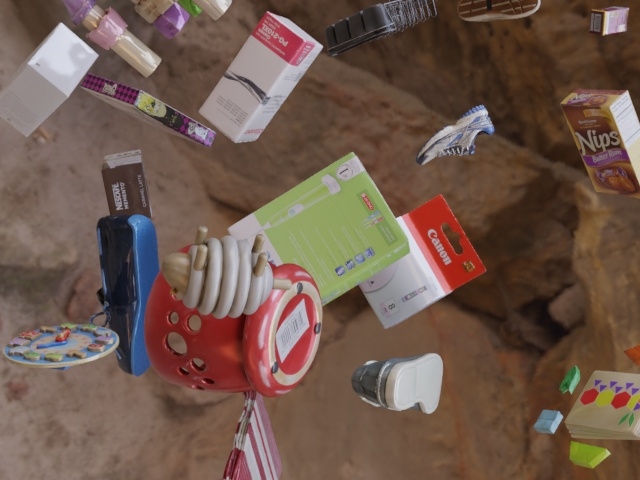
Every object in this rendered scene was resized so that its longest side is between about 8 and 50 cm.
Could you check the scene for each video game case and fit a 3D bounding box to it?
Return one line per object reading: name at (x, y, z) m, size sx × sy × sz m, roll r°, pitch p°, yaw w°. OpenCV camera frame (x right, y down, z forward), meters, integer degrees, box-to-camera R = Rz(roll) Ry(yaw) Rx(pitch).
video game case at (-0.364, -0.275, 1.999) m, size 0.210 × 0.042 × 0.232 m, roll 28°, pitch -3°, yaw -43°

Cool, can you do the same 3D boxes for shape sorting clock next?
shape sorting clock at (-0.473, 0.189, 1.735) m, size 0.206 × 0.206 × 0.040 m, roll -43°, pitch 130°, yaw -70°

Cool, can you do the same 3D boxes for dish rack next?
dish rack at (0.157, -0.490, 2.093) m, size 0.271 × 0.208 × 0.074 m, roll -24°, pitch 100°, yaw -35°

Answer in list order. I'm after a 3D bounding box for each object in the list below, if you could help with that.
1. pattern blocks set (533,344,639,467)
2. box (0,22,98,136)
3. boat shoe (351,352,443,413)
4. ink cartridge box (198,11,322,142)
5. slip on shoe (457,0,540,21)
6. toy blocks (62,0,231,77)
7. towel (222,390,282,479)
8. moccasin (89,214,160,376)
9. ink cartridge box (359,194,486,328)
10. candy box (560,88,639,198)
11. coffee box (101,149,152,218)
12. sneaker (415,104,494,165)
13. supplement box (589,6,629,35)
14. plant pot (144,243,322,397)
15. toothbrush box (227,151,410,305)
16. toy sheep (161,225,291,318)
pattern blocks set at (0.568, 0.315, 1.814) m, size 0.026 × 0.285 × 0.324 m, roll 48°, pitch -17°, yaw -21°
box at (-0.507, -0.292, 1.737) m, size 0.091 × 0.170 × 0.130 m, roll 41°, pitch 47°, yaw -21°
boat shoe at (0.154, 0.266, 1.796) m, size 0.319 × 0.099 × 0.116 m, roll 16°, pitch 80°, yaw -65°
ink cartridge box at (-0.115, -0.316, 1.856) m, size 0.100 × 0.237 × 0.172 m, roll 38°, pitch 13°, yaw 4°
slip on shoe at (0.286, -0.370, 1.504) m, size 0.041 × 0.135 × 0.052 m, roll 3°, pitch 84°, yaw -57°
toy blocks at (-0.269, -0.485, 1.537) m, size 0.260 × 0.288 × 0.309 m, roll 39°, pitch 53°, yaw -22°
towel at (-0.130, 0.467, 1.838) m, size 0.329 × 0.037 × 0.237 m, roll -81°, pitch 160°, yaw -62°
moccasin at (-0.388, 0.103, 1.906) m, size 0.137 × 0.116 × 0.342 m, roll -38°, pitch 135°, yaw -65°
ink cartridge box at (0.183, 0.040, 1.902) m, size 0.189 × 0.232 × 0.066 m, roll 61°, pitch 13°, yaw 10°
candy box at (0.482, -0.161, 1.577) m, size 0.109 × 0.053 × 0.187 m, roll 16°, pitch -39°, yaw 56°
coffee box at (-0.472, -0.133, 2.314) m, size 0.246 × 0.098 × 0.141 m, roll -136°, pitch -144°, yaw -74°
sneaker at (0.211, -0.152, 1.472) m, size 0.058 × 0.135 × 0.052 m, roll 56°, pitch 4°, yaw 5°
supplement box at (0.651, -0.497, 2.143) m, size 0.043 × 0.083 × 0.055 m, roll 28°, pitch -55°, yaw 51°
plant pot at (-0.102, 0.108, 1.218) m, size 0.191 × 0.174 × 0.191 m, roll -29°, pitch 124°, yaw -56°
toothbrush box at (0.000, 0.000, 1.811) m, size 0.206 × 0.283 × 0.122 m, roll 58°, pitch -2°, yaw 14°
toy sheep at (-0.092, 0.035, 0.937) m, size 0.132 × 0.091 × 0.091 m, roll 10°, pitch 39°, yaw -12°
